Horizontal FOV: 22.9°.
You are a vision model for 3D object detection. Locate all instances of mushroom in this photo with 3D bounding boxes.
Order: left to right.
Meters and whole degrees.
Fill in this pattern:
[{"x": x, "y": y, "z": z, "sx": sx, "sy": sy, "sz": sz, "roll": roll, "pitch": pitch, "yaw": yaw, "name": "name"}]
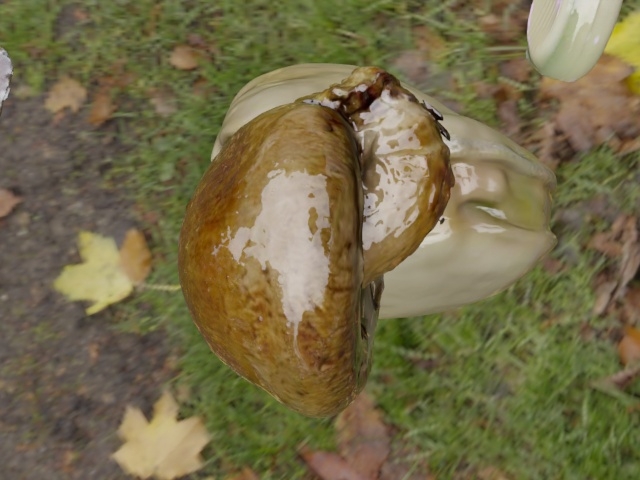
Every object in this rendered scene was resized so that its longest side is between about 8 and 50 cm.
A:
[{"x": -0.008, "y": -0.010, "z": 1.296, "sx": 0.195, "sy": 0.263, "sz": 0.283, "roll": 23, "pitch": 75, "yaw": 18, "name": "mushroom"}]

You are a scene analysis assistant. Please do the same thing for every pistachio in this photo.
[{"x": 0.052, "y": -0.057, "z": 1.748, "sx": 0.445, "sy": 0.365, "sz": 0.281, "roll": 8, "pitch": 88, "yaw": 44, "name": "pistachio"}]

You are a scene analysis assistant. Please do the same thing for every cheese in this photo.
[{"x": 0.267, "y": -0.266, "z": 1.557, "sx": 0.064, "sy": 0.137, "sz": 0.227, "roll": 10, "pitch": 129, "yaw": -11, "name": "cheese"}]

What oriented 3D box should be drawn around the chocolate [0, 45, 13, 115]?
[{"x": -0.353, "y": -0.082, "z": 1.318, "sx": 0.148, "sy": 0.093, "sz": 0.214, "roll": 20, "pitch": 89, "yaw": -20, "name": "chocolate"}]
